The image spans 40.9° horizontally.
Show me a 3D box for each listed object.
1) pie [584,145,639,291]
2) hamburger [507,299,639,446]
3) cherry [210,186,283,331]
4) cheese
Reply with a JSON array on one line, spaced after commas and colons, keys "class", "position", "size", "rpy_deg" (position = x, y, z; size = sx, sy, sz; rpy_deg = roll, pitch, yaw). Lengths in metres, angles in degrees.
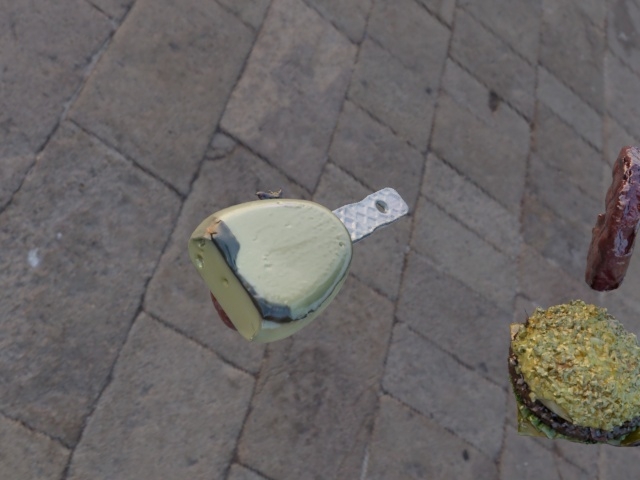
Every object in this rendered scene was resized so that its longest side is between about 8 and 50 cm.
[{"class": "pie", "position": [0.442, -0.027, 1.274], "size": [0.054, 0.218, 0.204], "rpy_deg": [15, 40, 12]}, {"class": "hamburger", "position": [0.414, 0.205, 1.337], "size": [0.262, 0.138, 0.243], "rpy_deg": [7, 55, -10]}, {"class": "cherry", "position": [-0.107, 0.032, 1.251], "size": [0.107, 0.090, 0.225], "rpy_deg": [0, 107, -15]}, {"class": "cheese", "position": [0.000, 0.000, 0.805], "size": [0.252, 0.054, 0.127], "rpy_deg": [-26, 77, -43]}]
